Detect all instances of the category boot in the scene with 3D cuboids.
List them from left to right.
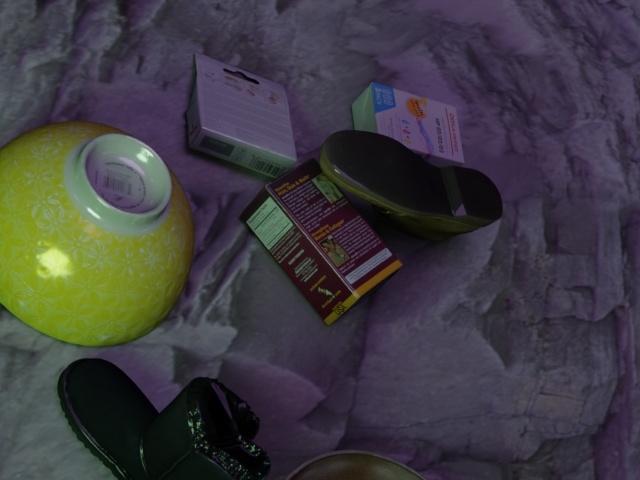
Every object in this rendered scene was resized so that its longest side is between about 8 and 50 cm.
[{"bbox_3d":[-0.169,0.194,1.870,0.094,0.207,0.246,-24,74,-42],"label":"boot"},{"bbox_3d":[0.100,-0.058,2.275,0.305,0.115,0.112,18,53,-39],"label":"boot"}]

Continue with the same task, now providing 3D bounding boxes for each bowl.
[{"bbox_3d":[-0.258,-0.038,2.008,0.289,0.156,0.290,18,51,-23],"label":"bowl"}]

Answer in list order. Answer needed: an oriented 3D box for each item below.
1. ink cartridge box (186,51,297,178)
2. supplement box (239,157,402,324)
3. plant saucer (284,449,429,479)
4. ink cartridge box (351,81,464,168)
[{"bbox_3d":[-0.110,-0.167,2.295,0.145,0.045,0.179,19,33,-22],"label":"ink cartridge box"},{"bbox_3d":[0.000,0.000,2.210,0.188,0.081,0.104,50,46,6],"label":"supplement box"},{"bbox_3d":[0.060,0.395,1.997,0.310,0.050,0.311,18,52,-24],"label":"plant saucer"},{"bbox_3d":[0.139,-0.147,2.423,0.181,0.061,0.104,13,53,-27],"label":"ink cartridge box"}]
